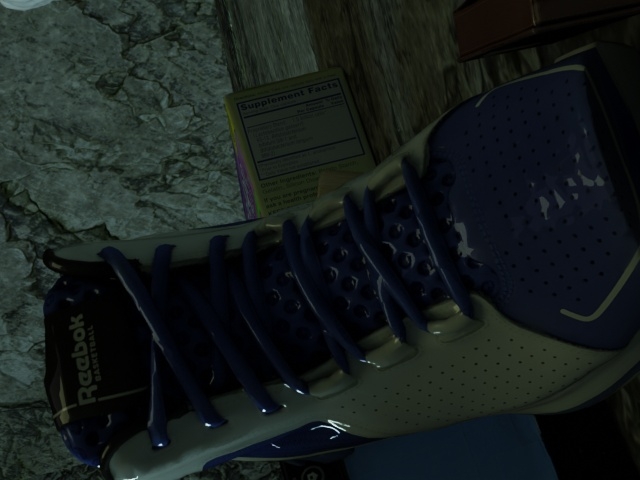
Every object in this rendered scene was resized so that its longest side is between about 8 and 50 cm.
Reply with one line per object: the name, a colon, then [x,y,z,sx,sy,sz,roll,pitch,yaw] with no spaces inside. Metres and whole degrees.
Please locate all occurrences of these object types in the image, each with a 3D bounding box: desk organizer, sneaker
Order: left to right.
sneaker: [-0.009,0.039,0.570,0.315,0.182,0.127,-32,71,46]
desk organizer: [0.086,-0.106,0.555,0.130,0.047,0.050,-159,57,-83]

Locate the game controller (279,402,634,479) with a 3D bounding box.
game controller: [0.062,0.105,0.715,0.067,0.167,0.319,78,175,-56]

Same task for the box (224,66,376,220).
box: [0.000,0.000,1.321,0.213,0.117,0.243,85,169,-61]

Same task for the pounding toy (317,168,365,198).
pounding toy: [0.052,0.035,0.997,0.206,0.094,0.181,81,-160,-44]

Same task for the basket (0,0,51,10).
basket: [-0.100,-0.322,0.726,0.331,0.266,0.328,-152,48,-84]
